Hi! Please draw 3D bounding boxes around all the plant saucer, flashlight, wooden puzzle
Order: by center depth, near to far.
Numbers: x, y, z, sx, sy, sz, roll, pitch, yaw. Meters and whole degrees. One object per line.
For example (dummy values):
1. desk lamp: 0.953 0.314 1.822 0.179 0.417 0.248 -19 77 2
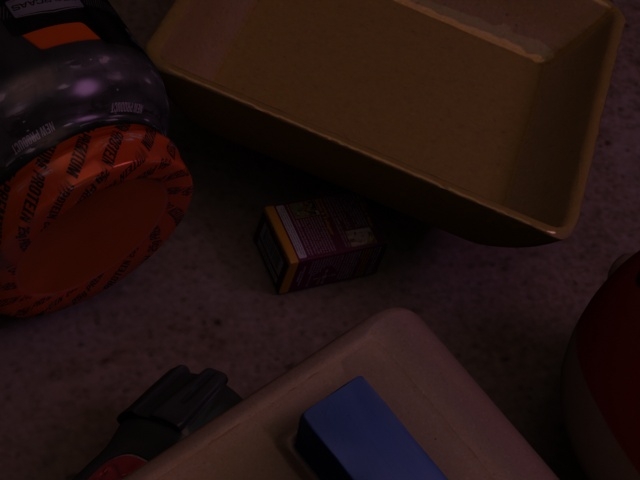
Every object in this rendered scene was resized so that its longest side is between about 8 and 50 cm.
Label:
1. wooden puzzle: 0.025 0.220 1.036 0.347 0.080 0.322 -30 67 -26
2. flashlight: -0.150 0.196 1.130 0.103 0.103 0.304 38 54 12
3. plant saucer: 0.054 -0.136 1.419 0.332 0.081 0.333 23 41 0

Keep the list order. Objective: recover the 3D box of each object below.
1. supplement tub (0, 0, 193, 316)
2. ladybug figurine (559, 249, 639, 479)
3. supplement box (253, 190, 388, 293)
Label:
1. supplement tub: -0.243 -0.125 1.266 0.207 0.207 0.338 -23 66 -30
2. ladybug figurine: 0.336 0.120 1.156 0.305 0.162 0.449 -21 43 -29
3. supplement box: 0.000 0.000 1.355 0.083 0.043 0.055 -11 58 -23
